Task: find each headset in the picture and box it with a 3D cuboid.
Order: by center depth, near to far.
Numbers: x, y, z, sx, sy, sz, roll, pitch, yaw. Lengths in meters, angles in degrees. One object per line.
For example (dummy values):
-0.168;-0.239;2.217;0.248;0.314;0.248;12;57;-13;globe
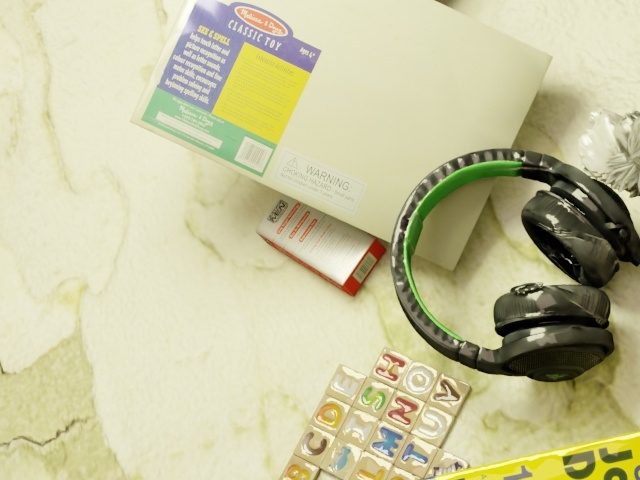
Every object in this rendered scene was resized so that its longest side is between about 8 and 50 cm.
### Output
0.266;0.033;1.772;0.394;0.185;0.243;16;75;10;headset

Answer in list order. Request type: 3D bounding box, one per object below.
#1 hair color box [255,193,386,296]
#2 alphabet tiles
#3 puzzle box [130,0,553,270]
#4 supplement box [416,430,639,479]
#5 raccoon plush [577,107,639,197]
0.000;0.000;1.980;0.141;0.043;0.072;32;83;29;hair color box
0.066;0.244;1.869;0.198;0.009;0.237;23;79;29;alphabet tiles
0.023;-0.172;1.892;0.409;0.052;0.272;25;94;-2;puzzle box
0.296;0.312;1.636;0.356;0.195;0.194;-15;63;16;supplement box
0.530;-0.095;1.700;0.446;0.299;0.216;22;99;44;raccoon plush
